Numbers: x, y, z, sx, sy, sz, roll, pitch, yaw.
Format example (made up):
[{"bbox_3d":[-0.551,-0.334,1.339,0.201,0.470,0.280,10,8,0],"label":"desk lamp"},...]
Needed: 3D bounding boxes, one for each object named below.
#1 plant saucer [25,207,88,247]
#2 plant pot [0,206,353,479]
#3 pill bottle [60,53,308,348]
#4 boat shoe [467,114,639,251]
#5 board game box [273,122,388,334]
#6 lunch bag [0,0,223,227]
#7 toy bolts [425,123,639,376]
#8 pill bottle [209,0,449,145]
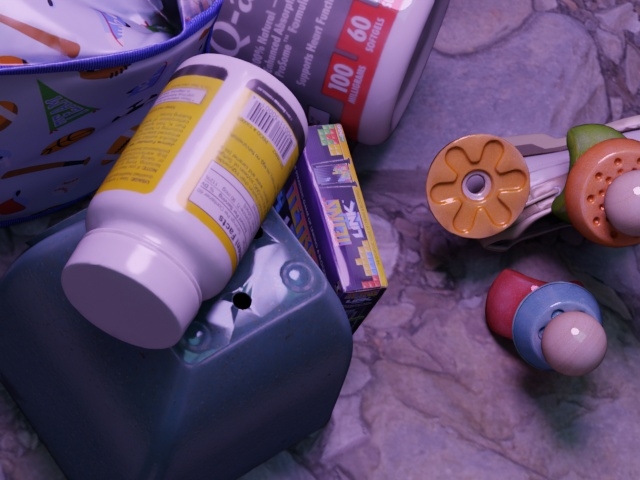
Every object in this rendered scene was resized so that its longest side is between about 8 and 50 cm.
[{"bbox_3d":[-0.209,-0.017,1.532,0.119,0.119,0.021,-29,94,-28],"label":"plant saucer"},{"bbox_3d":[-0.119,0.065,1.434,0.248,0.252,0.247,-29,74,-28],"label":"plant pot"},{"bbox_3d":[-0.102,-0.029,1.271,0.119,0.119,0.208,29,59,0],"label":"pill bottle"},{"bbox_3d":[0.281,-0.055,1.709,0.302,0.113,0.103,-10,68,-10],"label":"boat shoe"},{"bbox_3d":[0.000,0.000,1.568,0.048,0.141,0.170,-7,65,-20],"label":"board game box"},{"bbox_3d":[-0.295,-0.157,1.456,0.386,0.328,0.238,-2,69,-17],"label":"lunch bag"},{"bbox_3d":[0.209,0.013,1.561,0.218,0.158,0.228,4,103,-11],"label":"toy bolts"},{"bbox_3d":[-0.070,-0.247,1.610,0.363,0.210,0.210,22,59,6],"label":"pill bottle"}]
